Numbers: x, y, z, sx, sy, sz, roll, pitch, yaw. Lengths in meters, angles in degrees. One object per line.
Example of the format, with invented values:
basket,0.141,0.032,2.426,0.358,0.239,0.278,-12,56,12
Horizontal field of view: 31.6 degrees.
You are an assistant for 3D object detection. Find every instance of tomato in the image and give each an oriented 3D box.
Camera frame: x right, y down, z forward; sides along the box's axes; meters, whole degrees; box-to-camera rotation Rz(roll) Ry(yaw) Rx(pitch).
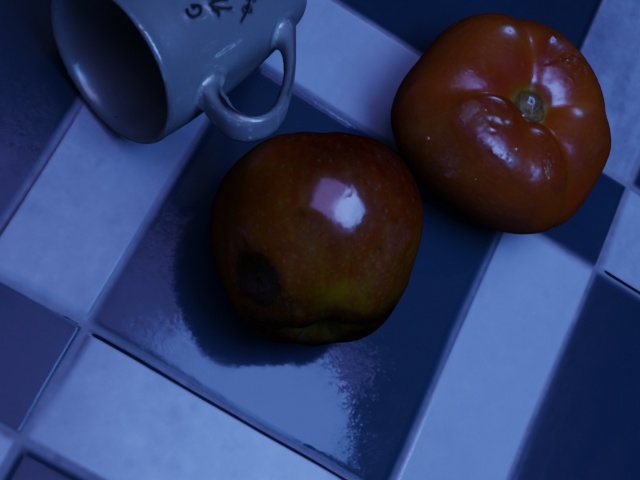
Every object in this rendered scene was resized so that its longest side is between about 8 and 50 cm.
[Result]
tomato,0.206,-0.130,1.296,0.260,0.180,0.260,6,74,-21

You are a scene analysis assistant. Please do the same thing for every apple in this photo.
apple,0.000,0.000,1.170,0.230,0.230,0.230,5,74,-18

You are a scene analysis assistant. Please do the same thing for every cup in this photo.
cup,-0.112,-0.213,1.195,0.234,0.186,0.258,-36,69,-30
